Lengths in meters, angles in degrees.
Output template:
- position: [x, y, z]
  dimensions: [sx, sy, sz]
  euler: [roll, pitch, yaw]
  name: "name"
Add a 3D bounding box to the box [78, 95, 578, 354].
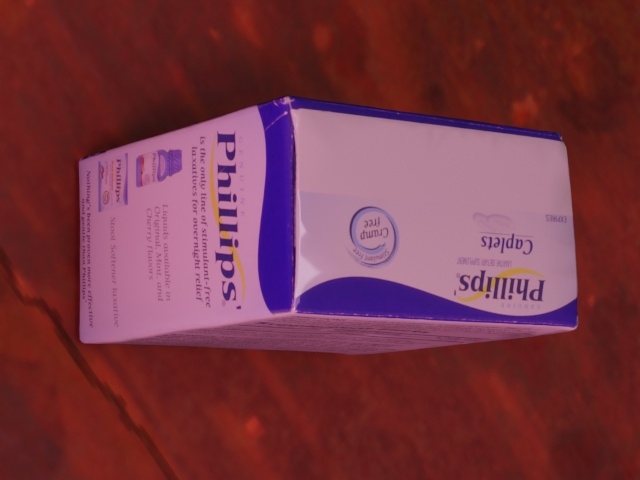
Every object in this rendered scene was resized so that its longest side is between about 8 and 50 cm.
- position: [0.000, 0.000, 0.698]
  dimensions: [0.126, 0.137, 0.072]
  euler: [4, 81, -37]
  name: "box"
